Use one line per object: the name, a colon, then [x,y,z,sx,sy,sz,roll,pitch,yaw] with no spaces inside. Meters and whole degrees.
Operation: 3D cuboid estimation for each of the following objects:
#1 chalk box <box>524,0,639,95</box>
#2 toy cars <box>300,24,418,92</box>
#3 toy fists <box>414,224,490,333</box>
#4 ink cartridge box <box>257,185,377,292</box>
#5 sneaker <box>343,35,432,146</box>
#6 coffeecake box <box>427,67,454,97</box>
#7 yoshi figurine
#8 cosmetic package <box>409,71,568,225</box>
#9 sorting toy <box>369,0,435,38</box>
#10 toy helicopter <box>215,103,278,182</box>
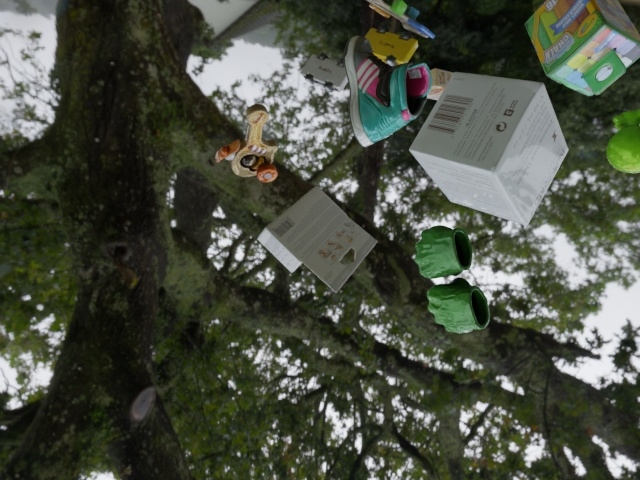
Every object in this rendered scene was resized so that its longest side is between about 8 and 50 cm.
chalk box: [0.513,-0.380,0.955,0.132,0.132,0.213,13,-126,-25]
toy cars: [0.122,-0.545,1.537,0.393,0.087,0.176,-13,-116,27]
toy fists: [0.324,0.097,1.242,0.096,0.279,0.142,-20,-175,-39]
ink cartridge box: [0.000,0.000,1.446,0.261,0.066,0.296,43,-138,2]
sneaker: [0.152,-0.362,1.099,0.178,0.124,0.295,-15,-117,25]
coffeecake box: [0.454,-0.593,1.896,0.185,0.068,0.142,-2,-179,-34]
yoshi figurine: [0.758,-0.305,1.130,0.203,0.362,0.203,-5,-170,-34]
cosmetic package: [0.582,-0.311,1.692,0.327,0.329,0.393,26,175,42]
sorting toy: [0.212,-0.661,1.405,0.196,0.047,0.348,21,-157,-29]
toy helicopter: [-0.274,-0.373,1.883,0.235,0.355,0.140,-5,-123,-18]
